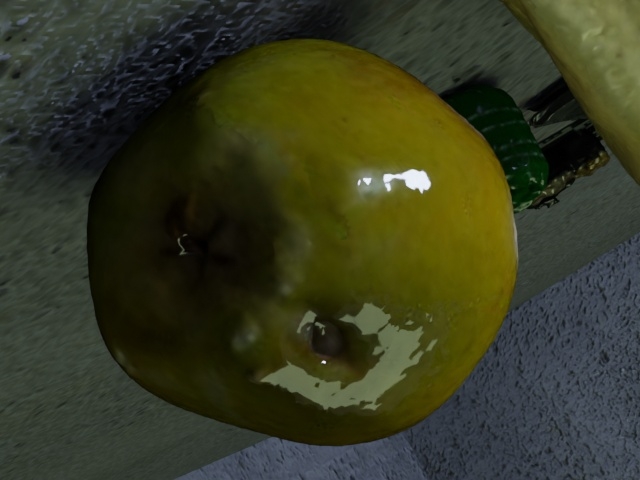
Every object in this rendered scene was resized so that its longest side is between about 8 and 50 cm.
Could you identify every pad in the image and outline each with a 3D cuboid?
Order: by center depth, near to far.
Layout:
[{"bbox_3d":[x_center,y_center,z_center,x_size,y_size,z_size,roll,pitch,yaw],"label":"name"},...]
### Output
[{"bbox_3d":[0.294,-0.171,1.066,0.233,0.022,0.174,-39,165,36],"label":"pad"}]

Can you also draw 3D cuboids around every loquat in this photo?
[{"bbox_3d":[0.000,0.000,0.645,0.213,0.213,0.246,-34,167,27],"label":"loquat"}]

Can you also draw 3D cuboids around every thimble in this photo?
[{"bbox_3d":[0.099,-0.051,0.939,0.130,0.090,0.118,-37,164,30],"label":"thimble"}]

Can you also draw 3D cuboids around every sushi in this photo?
[{"bbox_3d":[0.241,-0.061,1.345,0.215,0.050,0.192,-30,169,10],"label":"sushi"}]

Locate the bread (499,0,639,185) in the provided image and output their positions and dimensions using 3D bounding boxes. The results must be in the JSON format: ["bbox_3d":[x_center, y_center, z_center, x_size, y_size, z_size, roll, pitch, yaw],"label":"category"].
[{"bbox_3d":[0.219,-0.188,0.670,0.263,0.198,0.236,-30,-158,15],"label":"bread"}]
